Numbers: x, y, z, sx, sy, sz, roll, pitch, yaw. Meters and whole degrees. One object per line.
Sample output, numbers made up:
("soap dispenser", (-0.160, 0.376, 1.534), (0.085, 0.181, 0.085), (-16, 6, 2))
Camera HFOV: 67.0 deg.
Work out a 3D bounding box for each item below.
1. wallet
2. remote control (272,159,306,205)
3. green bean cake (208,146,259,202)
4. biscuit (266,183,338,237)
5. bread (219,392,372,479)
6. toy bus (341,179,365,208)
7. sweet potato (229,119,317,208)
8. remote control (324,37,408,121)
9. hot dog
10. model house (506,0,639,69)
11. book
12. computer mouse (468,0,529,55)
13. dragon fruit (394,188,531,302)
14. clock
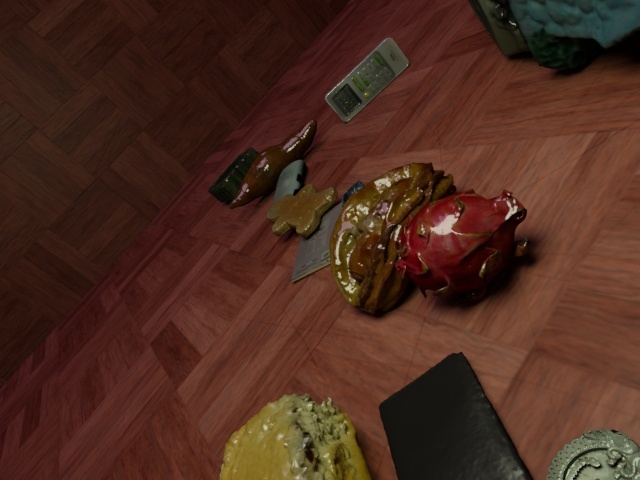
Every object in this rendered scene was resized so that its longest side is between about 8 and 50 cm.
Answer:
("wallet", (0.126, 0.217, 0.454), (0.124, 0.025, 0.244), (-39, 26, 14))
("remote control", (-0.090, -0.144, 1.316), (0.097, 0.045, 0.256), (-31, 31, 29))
("green bean cake", (-0.290, -0.222, 1.684), (0.185, 0.094, 0.183), (-4, 47, 56))
("biscuit", (-0.051, -0.070, 1.118), (0.153, 0.030, 0.234), (-53, 28, -20))
("bread", (-0.028, 0.280, 0.485), (0.174, 0.121, 0.245), (-48, 28, 15))
("toy bus", (0.077, -0.053, 0.917), (0.065, 0.047, 0.166), (-40, 26, 20))
("sweet potato", (-0.144, -0.222, 1.445), (0.359, 0.112, 0.112), (-46, 25, -6))
("remote control", (0.131, -0.458, 1.384), (0.250, 0.103, 0.034), (-40, 22, 9))
("hot dog", (0.101, -0.019, 0.745), (0.175, 0.114, 0.259), (-5, 46, 51))
("model house", (0.475, -0.418, 0.611), (0.360, 0.297, 0.339), (-46, 32, -1))
("book", (0.000, 0.000, 0.993), (0.127, 0.014, 0.182), (-30, 29, 29))
("computer mouse", (0.368, -0.512, 0.958), (0.145, 0.228, 0.429), (-26, 30, 23))
("dragon fruit", (0.175, 0.003, 0.598), (0.166, 0.133, 0.136), (-37, 68, 20))
("clock", (0.216, 0.187, 0.378), (0.083, 0.010, 0.074), (-41, 25, 12))
